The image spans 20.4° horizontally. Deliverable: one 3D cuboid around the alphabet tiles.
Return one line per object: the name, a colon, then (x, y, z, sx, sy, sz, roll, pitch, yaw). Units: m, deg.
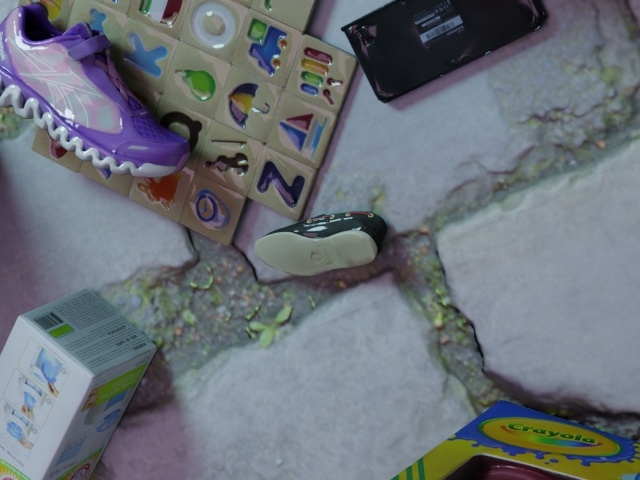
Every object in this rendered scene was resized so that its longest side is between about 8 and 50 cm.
alphabet tiles: (-0.140, -0.164, 1.673, 0.342, 0.011, 0.285, 26, 114, 14)

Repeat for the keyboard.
keyboard: (0.101, -0.201, 1.544, 0.180, 0.023, 0.108, -24, 95, 32)

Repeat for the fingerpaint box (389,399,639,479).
fingerpaint box: (0.249, 0.303, 1.368, 0.445, 0.371, 0.163, 16, 111, 28)

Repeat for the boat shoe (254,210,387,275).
boat shoe: (0.001, 0.001, 1.641, 0.133, 0.042, 0.049, -7, 123, 32)

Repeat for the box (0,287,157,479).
box: (-0.270, 0.167, 1.794, 0.103, 0.114, 0.203, 38, 118, 16)

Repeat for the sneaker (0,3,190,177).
sneaker: (-0.219, -0.144, 1.659, 0.236, 0.095, 0.104, 31, 107, 13)
